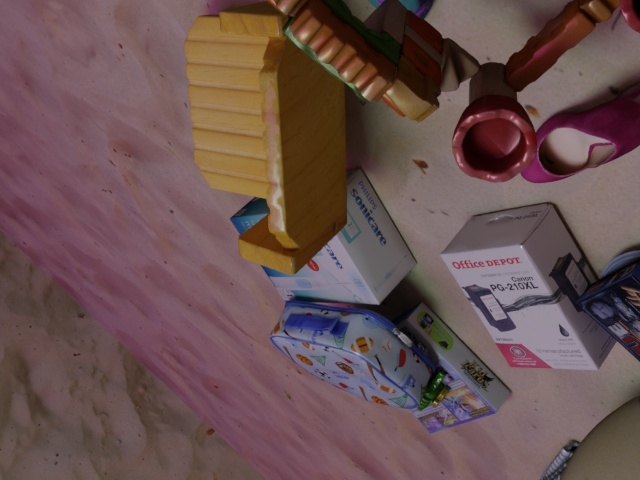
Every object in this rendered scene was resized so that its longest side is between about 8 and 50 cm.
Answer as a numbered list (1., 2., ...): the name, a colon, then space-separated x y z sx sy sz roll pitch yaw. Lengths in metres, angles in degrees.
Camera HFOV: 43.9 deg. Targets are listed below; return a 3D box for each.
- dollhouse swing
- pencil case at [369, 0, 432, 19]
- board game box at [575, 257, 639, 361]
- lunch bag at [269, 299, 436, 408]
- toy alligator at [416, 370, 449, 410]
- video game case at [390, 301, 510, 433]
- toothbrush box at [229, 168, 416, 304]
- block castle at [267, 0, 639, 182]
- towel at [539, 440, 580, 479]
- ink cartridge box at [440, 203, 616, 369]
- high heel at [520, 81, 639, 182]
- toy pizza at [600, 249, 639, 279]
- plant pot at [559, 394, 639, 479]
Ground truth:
1. dollhouse swing: -0.131 -0.175 1.189 0.305 0.315 0.346 7 113 21
2. pencil case: 0.076 -0.336 1.037 0.152 0.070 0.064 44 150 1
3. board game box: 0.469 0.134 1.038 0.243 0.042 0.165 43 163 7
4. lunch bag: 0.058 0.206 1.503 0.303 0.115 0.243 0 144 50
5. toy alligator: 0.203 0.310 1.554 0.056 0.051 0.189 39 150 13
6. video game case: 0.214 0.264 1.599 0.244 0.061 0.269 47 150 1
7. toothbrush box: 0.000 0.000 1.486 0.296 0.126 0.216 -4 124 52
8. block castle: 0.100 -0.283 0.732 0.453 0.212 0.303 36 125 -16
9. towel: 0.526 0.529 1.470 0.284 0.121 0.235 35 148 18
10. ink cartridge box: 0.317 0.075 1.201 0.172 0.100 0.237 -11 119 55
11. high heel: 0.308 -0.105 0.976 0.082 0.117 0.244 50 150 -8
12. toy pizza: 0.480 0.089 1.082 0.201 0.032 0.201 32 146 25
13. plant pot: 0.507 0.337 1.163 0.284 0.284 0.190 19 104 38
